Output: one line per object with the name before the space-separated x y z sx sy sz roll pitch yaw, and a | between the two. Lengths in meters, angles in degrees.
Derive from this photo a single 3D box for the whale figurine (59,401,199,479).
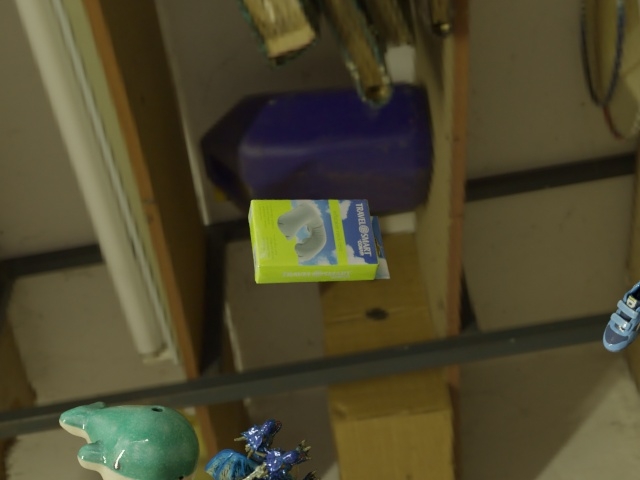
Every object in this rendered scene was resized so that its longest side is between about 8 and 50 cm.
whale figurine | -0.329 0.333 1.836 0.216 0.272 0.141 -6 -65 -51

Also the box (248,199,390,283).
box | 0.000 0.000 1.383 0.042 0.178 0.109 105 161 -54

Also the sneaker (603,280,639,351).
sneaker | 0.522 0.122 1.788 0.053 0.144 0.059 37 -176 37

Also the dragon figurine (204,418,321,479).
dragon figurine | -0.100 0.324 1.408 0.144 0.289 0.085 15 -133 -40
